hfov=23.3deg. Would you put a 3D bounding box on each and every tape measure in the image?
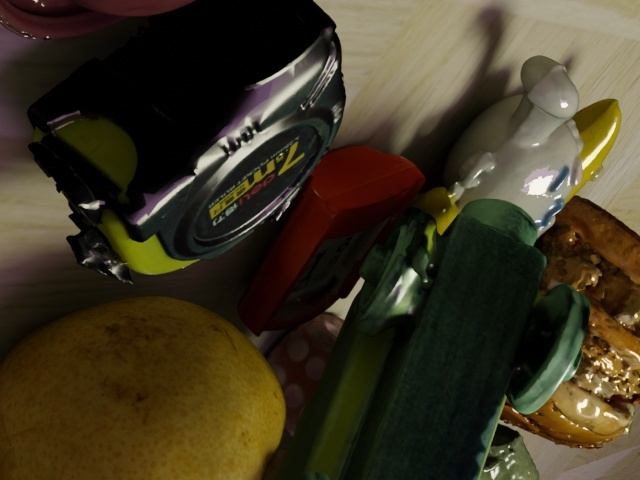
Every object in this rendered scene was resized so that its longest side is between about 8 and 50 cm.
[{"bbox_3d":[-0.077,-0.063,0.916,0.199,0.112,0.186,-39,162,-11],"label":"tape measure"}]

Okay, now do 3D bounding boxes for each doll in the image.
[{"bbox_3d":[0.162,-0.051,1.329,0.252,0.111,0.237,-46,157,25],"label":"doll"}]

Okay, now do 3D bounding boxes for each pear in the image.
[{"bbox_3d":[-0.130,0.136,1.057,0.209,0.209,0.209,-36,155,-20],"label":"pear"}]

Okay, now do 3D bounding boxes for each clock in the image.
[{"bbox_3d":[0.000,0.000,1.218,0.113,0.061,0.155,-22,151,-46],"label":"clock"}]

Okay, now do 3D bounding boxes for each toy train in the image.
[{"bbox_3d":[0.051,0.176,1.164,0.442,0.179,0.272,-66,-175,-33],"label":"toy train"}]

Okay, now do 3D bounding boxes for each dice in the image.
[{"bbox_3d":[0.007,0.128,1.389,0.094,0.093,0.091,-52,156,14],"label":"dice"}]

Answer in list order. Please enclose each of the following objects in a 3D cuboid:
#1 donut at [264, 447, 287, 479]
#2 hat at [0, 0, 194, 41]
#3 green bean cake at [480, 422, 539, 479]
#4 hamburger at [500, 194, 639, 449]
[{"bbox_3d":[-0.079,0.317,1.420,0.128,0.208,0.261,4,134,-10],"label":"donut"},{"bbox_3d":[-0.081,-0.173,0.768,0.205,0.089,0.205,-36,155,-20],"label":"hat"},{"bbox_3d":[0.076,0.276,1.566,0.241,0.132,0.255,-30,-167,-23],"label":"green bean cake"},{"bbox_3d":[0.233,0.087,1.518,0.245,0.260,0.211,42,78,-40],"label":"hamburger"}]
